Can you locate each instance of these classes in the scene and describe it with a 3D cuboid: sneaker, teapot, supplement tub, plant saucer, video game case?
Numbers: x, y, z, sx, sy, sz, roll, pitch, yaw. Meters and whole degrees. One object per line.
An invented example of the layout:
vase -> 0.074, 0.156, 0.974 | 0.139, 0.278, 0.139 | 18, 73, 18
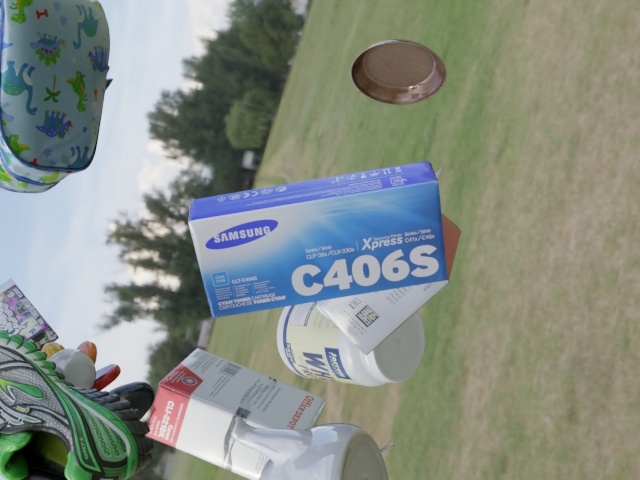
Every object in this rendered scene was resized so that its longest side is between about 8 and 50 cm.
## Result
sneaker -> -0.377, 0.337, 1.555 | 0.130, 0.228, 0.087 | 18, 132, 56
teapot -> -0.013, 0.398, 1.318 | 0.252, 0.187, 0.255 | 35, -132, -59
sneaker -> -0.393, 0.223, 1.150 | 0.146, 0.344, 0.134 | -30, -44, -60
supplement tub -> 0.076, 0.241, 2.226 | 0.325, 0.235, 0.235 | -1, 70, 45
plant saucer -> 0.162, -0.356, 1.839 | 0.198, 0.199, 0.036 | 113, 166, -59
video game case -> -0.620, 0.187, 1.649 | 0.232, 0.210, 0.041 | 32, 155, 49

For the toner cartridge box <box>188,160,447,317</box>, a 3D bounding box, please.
toner cartridge box -> 0.000, 0.000, 1.271 | 0.075, 0.348, 0.165 | -98, -3, -62

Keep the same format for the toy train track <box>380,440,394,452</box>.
toy train track -> 0.100, 0.392, 1.599 | 0.083, 0.014, 0.048 | -36, 9, -8

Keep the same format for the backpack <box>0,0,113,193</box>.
backpack -> -0.443, -0.246, 1.279 | 0.290, 0.274, 0.355 | 4, -72, -68

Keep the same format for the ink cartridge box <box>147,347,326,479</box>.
ink cartridge box -> -0.148, 0.321, 1.615 | 0.197, 0.273, 0.114 | -42, -29, -73

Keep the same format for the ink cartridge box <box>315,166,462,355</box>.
ink cartridge box -> 0.155, 0.025, 1.599 | 0.272, 0.130, 0.309 | -44, 3, 21

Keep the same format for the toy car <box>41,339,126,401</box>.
toy car -> -0.363, 0.240, 1.347 | 0.159, 0.136, 0.181 | -14, 82, 53
